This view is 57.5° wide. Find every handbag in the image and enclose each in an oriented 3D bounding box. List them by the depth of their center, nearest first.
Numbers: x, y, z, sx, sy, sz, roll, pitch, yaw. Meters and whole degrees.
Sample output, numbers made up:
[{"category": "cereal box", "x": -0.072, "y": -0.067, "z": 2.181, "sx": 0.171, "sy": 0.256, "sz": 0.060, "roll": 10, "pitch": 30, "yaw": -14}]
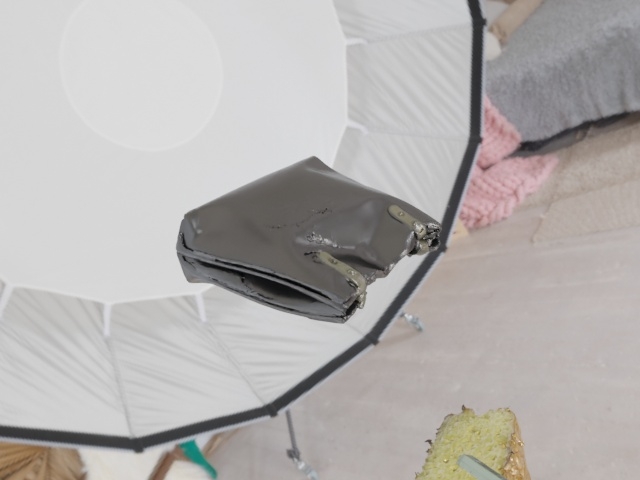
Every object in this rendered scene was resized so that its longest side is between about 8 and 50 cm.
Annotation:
[{"category": "handbag", "x": 0.000, "y": 0.000, "z": 0.870, "sx": 0.287, "sy": 0.152, "sz": 0.342, "roll": 22, "pitch": 39, "yaw": 36}]

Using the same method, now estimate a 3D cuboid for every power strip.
[{"category": "power strip", "x": 0.192, "y": 0.271, "z": 0.671, "sx": 0.083, "sy": 0.027, "sz": 0.017, "roll": 25, "pitch": 87, "yaw": 47}]

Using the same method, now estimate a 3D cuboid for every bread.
[{"category": "bread", "x": 0.218, "y": 0.340, "z": 0.819, "sx": 0.143, "sy": 0.140, "sz": 0.229, "roll": -8, "pitch": 12, "yaw": 29}]
